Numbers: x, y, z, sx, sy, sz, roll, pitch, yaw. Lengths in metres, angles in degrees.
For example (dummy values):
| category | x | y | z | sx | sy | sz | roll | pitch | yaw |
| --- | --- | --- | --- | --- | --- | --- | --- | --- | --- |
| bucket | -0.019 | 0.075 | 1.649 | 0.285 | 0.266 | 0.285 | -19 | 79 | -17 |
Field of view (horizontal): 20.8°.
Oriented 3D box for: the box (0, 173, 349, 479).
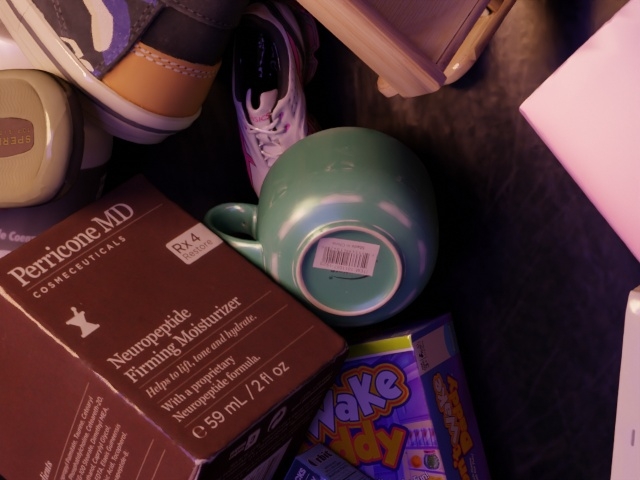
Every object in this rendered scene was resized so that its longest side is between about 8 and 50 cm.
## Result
| category | x | y | z | sx | sy | sz | roll | pitch | yaw |
| --- | --- | --- | --- | --- | --- | --- | --- | --- | --- |
| box | -0.125 | 0.100 | 1.210 | 0.203 | 0.168 | 0.167 | 39 | 135 | 15 |

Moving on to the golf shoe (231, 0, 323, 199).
| category | x | y | z | sx | sy | sz | roll | pitch | yaw |
| --- | --- | --- | --- | --- | --- | --- | --- | --- | --- |
| golf shoe | -0.037 | -0.085 | 1.289 | 0.067 | 0.086 | 0.186 | -5 | 99 | 25 |

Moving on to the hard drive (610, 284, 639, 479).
| category | x | y | z | sx | sy | sz | roll | pitch | yaw |
| --- | --- | --- | --- | --- | --- | --- | --- | --- | --- |
| hard drive | 0.350 | 0.152 | 1.163 | 0.308 | 0.040 | 0.203 | 9 | 104 | 26 |

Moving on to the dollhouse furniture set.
| category | x | y | z | sx | sy | sz | roll | pitch | yaw |
| --- | --- | --- | --- | --- | --- | --- | --- | --- | --- |
| dollhouse furniture set | 0.018 | -0.175 | 1.102 | 0.212 | 0.161 | 0.242 | 40 | 161 | -19 |

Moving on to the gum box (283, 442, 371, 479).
| category | x | y | z | sx | sy | sz | roll | pitch | yaw |
| --- | --- | --- | --- | --- | --- | --- | --- | --- | --- |
| gum box | 0.030 | 0.263 | 1.257 | 0.184 | 0.041 | 0.157 | 35 | 114 | 18 |

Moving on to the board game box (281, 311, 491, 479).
| category | x | y | z | sx | sy | sz | roll | pitch | yaw |
| --- | --- | --- | --- | --- | --- | --- | --- | --- | --- |
| board game box | -0.039 | 0.203 | 1.350 | 0.347 | 0.078 | 0.233 | -13 | 94 | 29 |

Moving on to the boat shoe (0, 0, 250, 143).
| category | x | y | z | sx | sy | sz | roll | pitch | yaw |
| --- | --- | --- | --- | --- | --- | --- | --- | --- | --- |
| boat shoe | -0.218 | -0.295 | 1.271 | 0.156 | 0.187 | 0.500 | -47 | 69 | 24 |

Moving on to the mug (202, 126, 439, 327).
| category | x | y | z | sx | sy | sz | roll | pitch | yaw |
| --- | --- | --- | --- | --- | --- | --- | --- | --- | --- |
| mug | 0.009 | 0.004 | 1.242 | 0.158 | 0.097 | 0.129 | -33 | 116 | 17 |

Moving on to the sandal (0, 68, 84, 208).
| category | x | y | z | sx | sy | sz | roll | pitch | yaw |
| --- | --- | --- | --- | --- | --- | --- | --- | --- | --- |
| sandal | -0.287 | -0.066 | 1.226 | 0.303 | 0.086 | 0.120 | -10 | 90 | 43 |

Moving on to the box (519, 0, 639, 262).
| category | x | y | z | sx | sy | sz | roll | pitch | yaw |
| --- | --- | --- | --- | --- | --- | --- | --- | --- | --- |
| box | 0.266 | -0.030 | 1.033 | 0.117 | 0.243 | 0.213 | -44 | 70 | 22 |

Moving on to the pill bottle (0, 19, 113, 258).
| category | x | y | z | sx | sy | sz | roll | pitch | yaw |
| --- | --- | --- | --- | --- | --- | --- | --- | --- | --- |
| pill bottle | -0.254 | -0.037 | 1.366 | 0.161 | 0.161 | 0.283 | 24 | 110 | 21 |
